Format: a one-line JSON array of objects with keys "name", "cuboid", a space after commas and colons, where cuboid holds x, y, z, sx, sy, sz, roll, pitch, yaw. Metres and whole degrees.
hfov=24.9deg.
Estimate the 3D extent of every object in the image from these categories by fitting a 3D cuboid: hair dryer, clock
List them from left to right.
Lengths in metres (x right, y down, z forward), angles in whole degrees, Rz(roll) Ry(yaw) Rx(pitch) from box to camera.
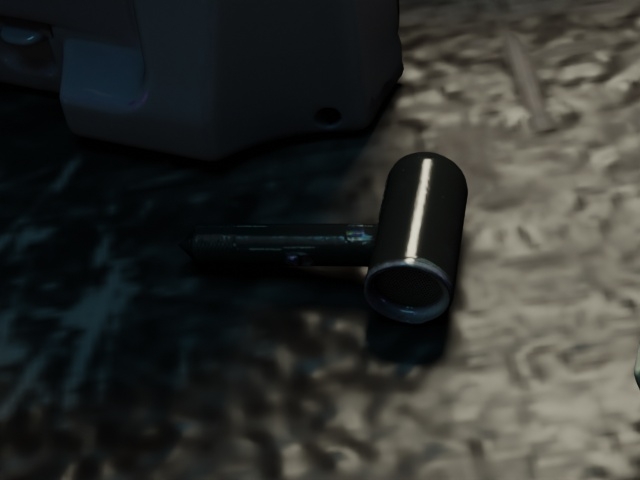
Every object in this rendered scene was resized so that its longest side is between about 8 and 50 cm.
[{"name": "clock", "cuboid": [-0.096, -0.128, 0.441, 0.253, 0.186, 0.083, 11, 48, 20]}, {"name": "hair dryer", "cuboid": [0.000, 0.000, 0.421, 0.083, 0.026, 0.047, -3, 45, 17]}]

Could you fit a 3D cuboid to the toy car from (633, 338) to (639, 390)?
[{"name": "toy car", "cuboid": [0.161, 0.059, 0.316, 0.095, 0.056, 0.205, -31, 50, -20]}]
